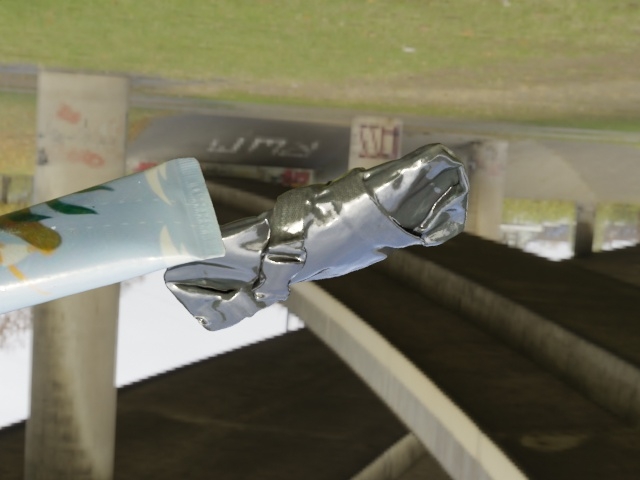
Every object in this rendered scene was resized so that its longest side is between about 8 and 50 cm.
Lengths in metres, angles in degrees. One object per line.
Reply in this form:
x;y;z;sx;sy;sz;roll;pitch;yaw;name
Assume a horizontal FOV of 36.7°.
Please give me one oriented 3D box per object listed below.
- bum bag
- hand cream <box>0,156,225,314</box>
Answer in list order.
0.000;0.000;0.754;0.248;0.060;0.123;-27;149;1;bum bag
-0.204;0.012;0.649;0.271;0.091;0.058;-17;144;-6;hand cream
